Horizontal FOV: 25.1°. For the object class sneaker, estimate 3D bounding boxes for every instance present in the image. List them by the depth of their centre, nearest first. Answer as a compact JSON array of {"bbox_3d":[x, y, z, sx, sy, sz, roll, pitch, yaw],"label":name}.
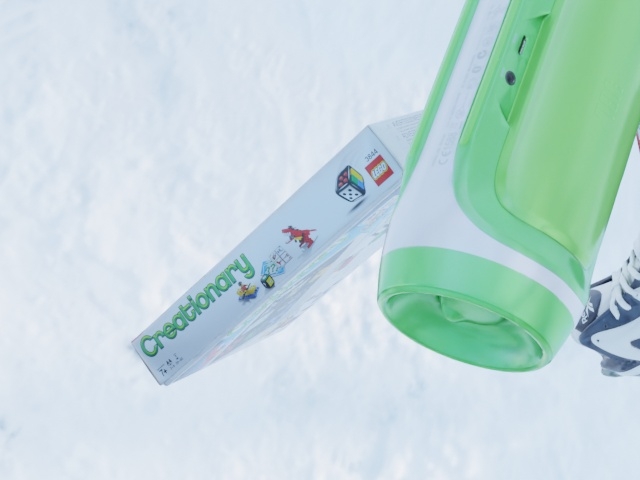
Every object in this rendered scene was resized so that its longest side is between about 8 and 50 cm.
[{"bbox_3d":[0.299,0.047,1.401,0.153,0.094,0.235,-9,128,19],"label":"sneaker"}]

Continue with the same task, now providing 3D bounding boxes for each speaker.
[{"bbox_3d":[0.133,-0.074,0.882,0.131,0.296,0.131,19,158,8],"label":"speaker"}]

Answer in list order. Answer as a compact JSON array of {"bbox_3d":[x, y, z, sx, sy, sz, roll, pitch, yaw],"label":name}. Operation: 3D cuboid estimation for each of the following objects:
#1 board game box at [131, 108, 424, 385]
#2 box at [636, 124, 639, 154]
[{"bbox_3d":[0.000,0.000,1.191,0.305,0.193,0.053,-41,80,31],"label":"board game box"},{"bbox_3d":[0.380,-0.050,1.089,0.257,0.123,0.128,19,135,49],"label":"box"}]
